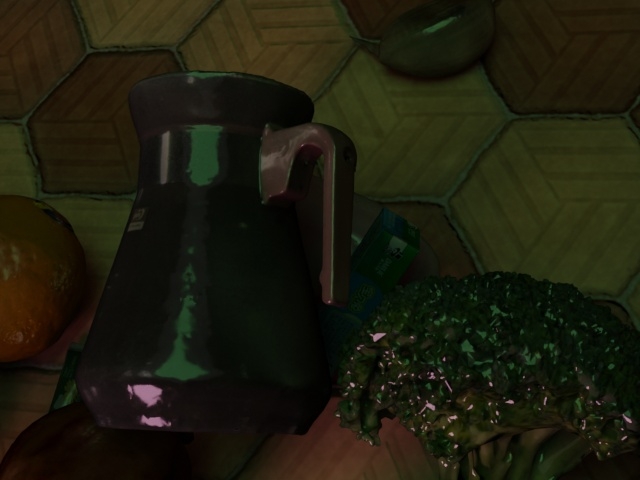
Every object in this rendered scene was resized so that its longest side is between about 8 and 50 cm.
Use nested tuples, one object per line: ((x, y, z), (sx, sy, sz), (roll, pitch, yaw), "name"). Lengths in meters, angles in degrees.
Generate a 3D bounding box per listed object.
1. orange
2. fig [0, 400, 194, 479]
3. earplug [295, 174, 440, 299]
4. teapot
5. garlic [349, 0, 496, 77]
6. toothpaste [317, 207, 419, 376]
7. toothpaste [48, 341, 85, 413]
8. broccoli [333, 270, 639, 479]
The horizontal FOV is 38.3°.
((-0.407, 0.047, 1.177), (0.219, 0.193, 0.219), (-4, 79, 22), "orange")
((-0.244, 0.288, 0.998), (0.224, 0.224, 0.263), (-9, 31, 10), "fig")
((0.000, 0.000, 1.112), (0.301, 0.172, 0.172), (22, 72, 18), "earplug")
((-0.093, 0.019, 0.925), (0.300, 0.253, 0.344), (-7, 77, 39), "teapot")
((0.146, -0.281, 1.260), (0.198, 0.090, 0.128), (-24, 45, 10), "garlic")
((0.019, 0.090, 1.026), (0.050, 0.065, 0.267), (31, 112, -5), "toothpaste")
((-0.325, 0.224, 1.152), (0.049, 0.031, 0.204), (6, 64, 16), "toothpaste")
((0.193, 0.159, 0.954), (0.375, 0.302, 0.249), (7, 40, -11), "broccoli")
